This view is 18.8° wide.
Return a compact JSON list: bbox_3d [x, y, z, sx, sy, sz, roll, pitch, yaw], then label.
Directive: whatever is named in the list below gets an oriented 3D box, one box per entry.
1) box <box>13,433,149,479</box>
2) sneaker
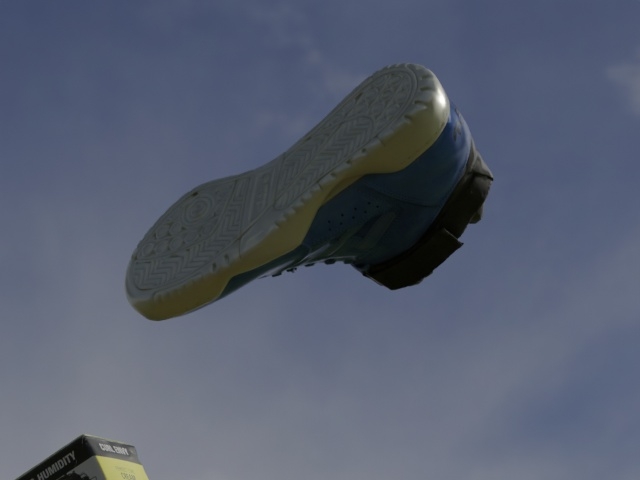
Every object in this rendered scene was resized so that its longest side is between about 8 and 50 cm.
[{"bbox_3d":[-0.091,0.218,0.969,0.087,0.232,0.058,-33,-22,14],"label":"box"},{"bbox_3d":[0.000,0.001,0.786,0.152,0.058,0.084,-36,-50,3],"label":"sneaker"}]
